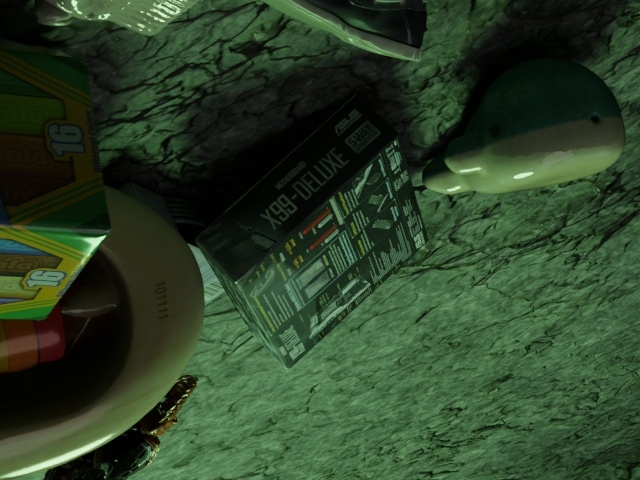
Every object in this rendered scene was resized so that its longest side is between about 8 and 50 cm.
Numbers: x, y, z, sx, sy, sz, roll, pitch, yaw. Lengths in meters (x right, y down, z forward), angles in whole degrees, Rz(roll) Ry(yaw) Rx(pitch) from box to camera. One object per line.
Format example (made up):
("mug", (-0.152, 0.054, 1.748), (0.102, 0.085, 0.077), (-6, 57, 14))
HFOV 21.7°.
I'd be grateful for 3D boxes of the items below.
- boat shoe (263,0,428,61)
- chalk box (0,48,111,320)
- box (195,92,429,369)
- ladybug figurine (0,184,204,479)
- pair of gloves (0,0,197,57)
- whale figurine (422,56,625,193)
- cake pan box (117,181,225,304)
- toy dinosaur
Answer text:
("boat shoe", (0.017, -0.233, 1.575), (0.233, 0.084, 0.079), (14, 97, -46))
("chalk box", (-0.347, -0.050, 1.385), (0.289, 0.180, 0.179), (3, 150, -30))
("box", (0.000, 0.000, 1.912), (0.242, 0.076, 0.307), (-42, 157, -8))
("ladybug figurine", (-0.340, 0.080, 1.634), (0.449, 0.305, 0.162), (-9, -166, -22))
("pair of gloves", (-0.234, -0.181, 1.449), (0.240, 0.042, 0.204), (-34, 155, 14))
("whale figurine", (0.226, -0.127, 1.939), (0.216, 0.141, 0.272), (-9, 175, -32))
("cake pan box", (-0.234, 0.050, 1.880), (0.267, 0.070, 0.245), (-34, 157, 16))
("toy dinosaur", (-0.287, 0.262, 2.213), (0.218, 0.164, 0.322), (-14, 138, -58))
